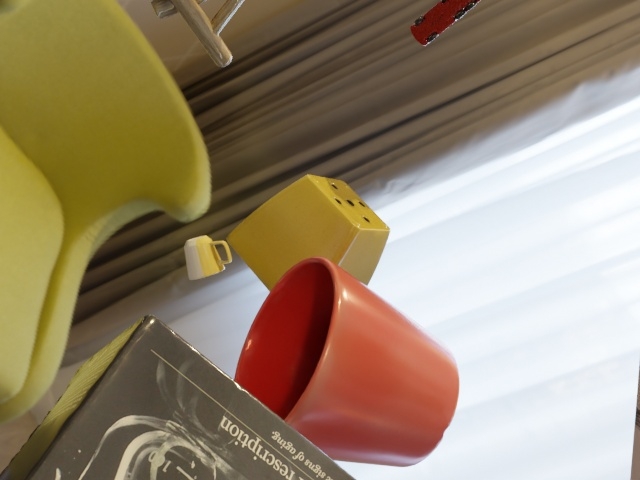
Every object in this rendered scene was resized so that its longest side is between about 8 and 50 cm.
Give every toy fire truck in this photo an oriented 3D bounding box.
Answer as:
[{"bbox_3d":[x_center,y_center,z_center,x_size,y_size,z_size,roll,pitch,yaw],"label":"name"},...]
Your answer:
[{"bbox_3d":[0.252,-0.423,1.205,0.047,0.192,0.135,50,40,-7],"label":"toy fire truck"}]

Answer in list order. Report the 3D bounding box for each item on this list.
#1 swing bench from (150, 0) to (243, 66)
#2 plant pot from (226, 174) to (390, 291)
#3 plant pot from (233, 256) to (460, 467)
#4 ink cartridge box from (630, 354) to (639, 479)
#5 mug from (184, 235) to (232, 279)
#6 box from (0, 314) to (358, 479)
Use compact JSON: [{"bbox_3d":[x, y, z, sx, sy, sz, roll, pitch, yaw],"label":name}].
[{"bbox_3d":[-0.168,-0.335,0.636,0.254,0.165,0.253,28,20,-43],"label":"swing bench"},{"bbox_3d":[0.000,0.000,1.274,0.212,0.187,0.212,48,21,22],"label":"plant pot"},{"bbox_3d":[0.043,0.191,0.985,0.243,0.275,0.275,26,32,-22],"label":"plant pot"},{"bbox_3d":[0.424,0.191,0.695,0.198,0.114,0.273,-134,-142,-69],"label":"ink cartridge box"},{"bbox_3d":[-0.192,0.024,1.171,0.062,0.078,0.064,-164,-123,-78],"label":"mug"},{"bbox_3d":[-0.121,0.299,0.559,0.343,0.179,0.313,42,48,-14],"label":"box"}]
